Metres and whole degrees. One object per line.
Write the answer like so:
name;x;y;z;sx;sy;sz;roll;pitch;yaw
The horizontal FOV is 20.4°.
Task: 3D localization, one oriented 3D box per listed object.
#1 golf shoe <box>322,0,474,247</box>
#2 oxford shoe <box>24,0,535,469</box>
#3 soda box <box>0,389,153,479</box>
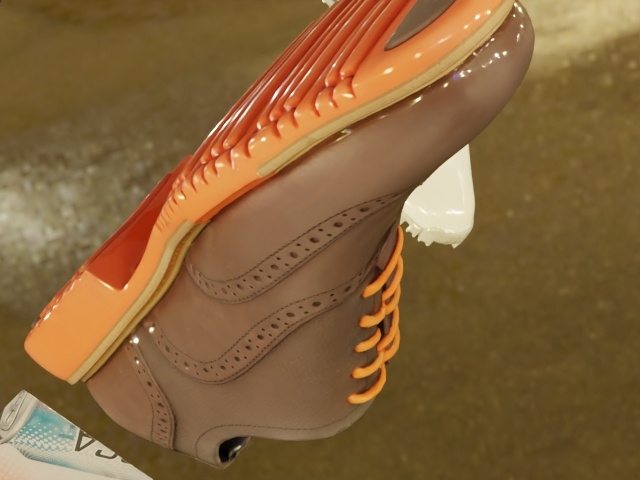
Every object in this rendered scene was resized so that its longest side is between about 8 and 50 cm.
golf shoe;0.056;-0.086;0.962;0.069;0.176;0.086;-4;-19;-43
oxford shoe;0.000;0.000;0.561;0.097;0.098;0.271;-51;7;-33
soda box;-0.135;0.171;1.100;0.183;0.058;0.063;30;61;25
